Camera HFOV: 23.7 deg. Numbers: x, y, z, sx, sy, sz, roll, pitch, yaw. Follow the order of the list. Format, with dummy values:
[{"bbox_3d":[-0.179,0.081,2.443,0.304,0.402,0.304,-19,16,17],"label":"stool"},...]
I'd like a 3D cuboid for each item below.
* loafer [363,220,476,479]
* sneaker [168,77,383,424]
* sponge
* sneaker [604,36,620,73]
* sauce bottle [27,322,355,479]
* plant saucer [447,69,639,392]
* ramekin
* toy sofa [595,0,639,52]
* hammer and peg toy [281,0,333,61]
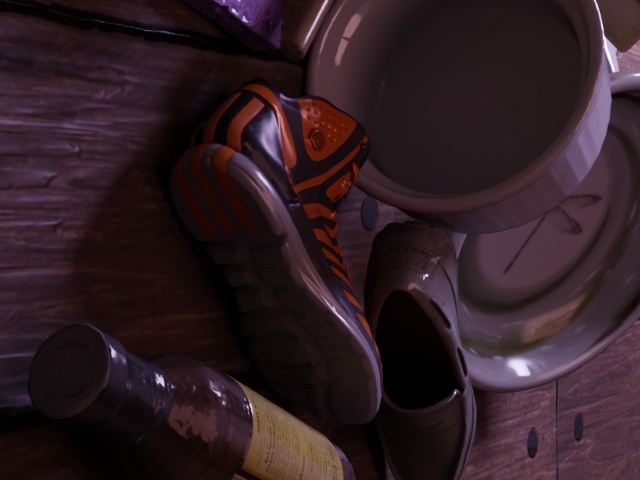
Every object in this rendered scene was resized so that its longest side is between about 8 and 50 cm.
[{"bbox_3d":[0.087,0.132,1.439,0.111,0.112,0.319,-70,155,-51],"label":"loafer"},{"bbox_3d":[0.000,0.000,1.307,0.180,0.124,0.321,-59,138,-41],"label":"sneaker"},{"bbox_3d":[-0.091,-0.248,1.244,0.210,0.031,0.117,29,64,-57],"label":"sponge"},{"bbox_3d":[0.361,-0.223,1.967,0.169,0.108,0.293,1,87,-57],"label":"sneaker"},{"bbox_3d":[-0.090,0.151,1.159,0.344,0.111,0.111,43,53,-53],"label":"sauce bottle"},{"bbox_3d":[0.258,-0.021,1.686,0.400,0.100,0.400,-22,132,-27],"label":"plant saucer"},{"bbox_3d":[0.137,-0.139,1.414,0.135,0.277,0.277,41,55,-63],"label":"ramekin"},{"bbox_3d":[0.218,-0.357,1.499,0.362,0.150,0.177,31,19,-39],"label":"toy sofa"},{"bbox_3d":[-0.010,-0.331,1.238,0.361,0.127,0.266,51,37,-43],"label":"hammer and peg toy"}]
